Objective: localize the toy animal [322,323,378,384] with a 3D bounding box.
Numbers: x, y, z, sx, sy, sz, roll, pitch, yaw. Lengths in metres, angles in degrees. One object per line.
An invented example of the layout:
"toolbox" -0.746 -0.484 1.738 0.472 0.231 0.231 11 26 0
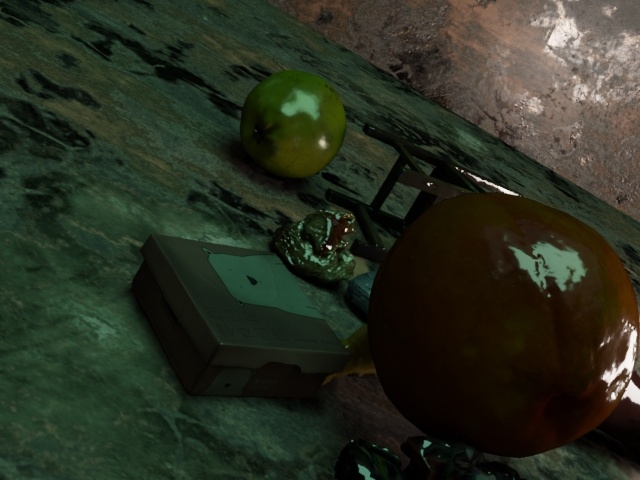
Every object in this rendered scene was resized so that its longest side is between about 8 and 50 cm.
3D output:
"toy animal" 0.040 0.156 1.200 0.070 0.083 0.159 37 29 32

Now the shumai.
"shumai" -0.011 0.004 1.443 0.139 0.105 0.123 7 19 13

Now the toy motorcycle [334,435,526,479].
"toy motorcycle" 0.208 0.324 0.983 0.401 0.134 0.207 17 26 -31

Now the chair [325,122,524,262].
"chair" 0.250 -0.041 1.756 0.416 0.203 0.240 20 20 -25

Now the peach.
"peach" 0.233 0.112 1.106 0.343 0.342 0.301 23 15 -23

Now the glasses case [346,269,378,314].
"glasses case" 0.149 0.090 1.498 0.109 0.067 0.282 34 22 29

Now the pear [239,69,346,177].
"pear" -0.052 -0.229 1.725 0.212 0.212 0.269 37 28 12

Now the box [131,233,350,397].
"box" -0.104 0.099 1.102 0.215 0.086 0.215 10 31 -44

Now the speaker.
"speaker" 0.522 0.298 1.427 0.330 0.198 0.259 37 7 -12
